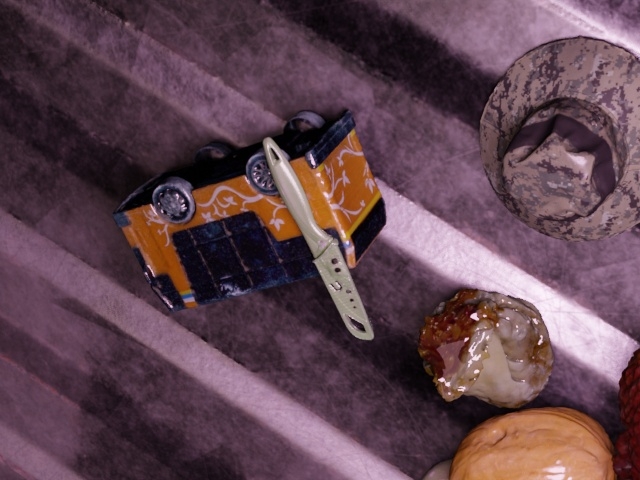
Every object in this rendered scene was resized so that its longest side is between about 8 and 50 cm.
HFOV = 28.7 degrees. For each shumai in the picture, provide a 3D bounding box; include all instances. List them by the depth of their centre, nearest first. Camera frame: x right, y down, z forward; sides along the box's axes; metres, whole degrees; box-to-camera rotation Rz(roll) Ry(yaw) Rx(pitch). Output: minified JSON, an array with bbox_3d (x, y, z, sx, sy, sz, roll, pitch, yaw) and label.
[{"bbox_3d":[0.209,0.154,1.621,0.184,0.142,0.184,12,118,23],"label":"shumai"}]

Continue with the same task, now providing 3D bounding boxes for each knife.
[{"bbox_3d":[-0.001,0.001,1.540,0.043,0.020,0.293,-16,111,25],"label":"knife"}]

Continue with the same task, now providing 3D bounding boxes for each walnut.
[{"bbox_3d":[0.276,0.307,1.633,0.226,0.193,0.193,-23,103,37],"label":"walnut"}]

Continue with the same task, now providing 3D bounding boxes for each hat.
[{"bbox_3d":[0.288,-0.093,1.472,0.265,0.128,0.265,13,122,22],"label":"hat"}]

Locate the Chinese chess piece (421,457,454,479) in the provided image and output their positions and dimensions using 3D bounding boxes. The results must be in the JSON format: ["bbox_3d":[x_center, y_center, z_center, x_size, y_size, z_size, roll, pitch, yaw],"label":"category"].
[{"bbox_3d":[0.206,0.380,1.786,0.144,0.058,0.144,10,116,20],"label":"Chinese chess piece"}]

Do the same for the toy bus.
[{"bbox_3d":[-0.091,-0.035,1.660,0.323,0.162,0.194,-16,110,29],"label":"toy bus"}]

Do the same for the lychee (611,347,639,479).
[{"bbox_3d":[0.468,0.226,1.471,0.260,0.260,0.260,11,118,20],"label":"lychee"}]
